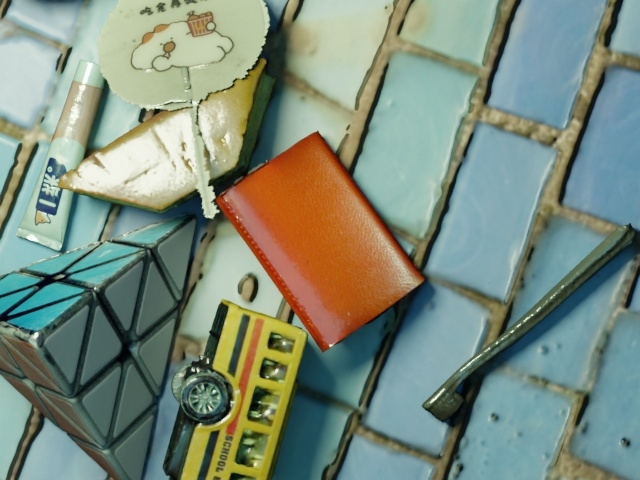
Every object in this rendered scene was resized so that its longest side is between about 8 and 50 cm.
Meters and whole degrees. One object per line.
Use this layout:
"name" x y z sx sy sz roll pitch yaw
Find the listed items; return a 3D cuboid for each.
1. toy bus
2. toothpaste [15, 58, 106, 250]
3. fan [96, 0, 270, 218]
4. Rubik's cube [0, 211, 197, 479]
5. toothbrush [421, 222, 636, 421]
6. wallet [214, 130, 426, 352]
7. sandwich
"toy bus" -0.111 0.233 1.755 0.123 0.121 0.336 16 88 -10
"toothpaste" -0.275 -0.094 1.816 0.056 0.036 0.205 19 92 17
"fan" -0.137 -0.161 1.748 0.190 0.009 0.329 -13 59 6
"Rubik's cube" -0.261 0.100 1.752 0.228 0.233 0.229 -50 42 35
"toothbrush" 0.225 0.086 1.789 0.297 0.030 0.030 -43 95 0
"wallet" 0.000 0.000 1.782 0.142 0.045 0.204 -35 86 -20
"sandwich" -0.145 -0.091 1.780 0.258 0.094 0.096 -30 84 0
